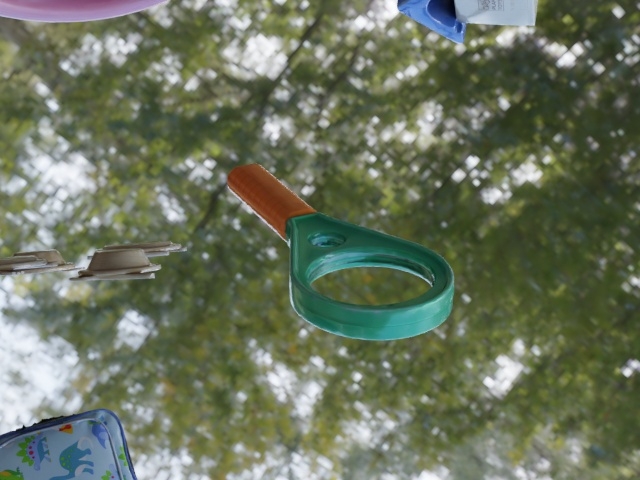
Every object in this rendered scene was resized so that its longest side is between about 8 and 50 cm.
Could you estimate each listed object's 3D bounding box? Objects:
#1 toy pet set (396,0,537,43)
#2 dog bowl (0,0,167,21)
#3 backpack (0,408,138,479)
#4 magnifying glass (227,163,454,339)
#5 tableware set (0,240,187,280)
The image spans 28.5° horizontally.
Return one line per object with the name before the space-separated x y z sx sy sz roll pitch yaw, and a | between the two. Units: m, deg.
toy pet set | 0.078 -0.156 0.617 0.065 0.122 0.114 5 -110 13
dog bowl | -0.184 -0.331 0.910 0.408 0.408 0.150 -37 -129 24
backpack | -0.156 0.151 0.700 0.084 0.114 0.105 107 -34 -67
magnifying glass | 0.000 0.000 0.772 0.092 0.026 0.231 -12 -154 -24
tableware set | -0.173 0.017 0.883 0.141 0.020 0.169 -4 -178 5
